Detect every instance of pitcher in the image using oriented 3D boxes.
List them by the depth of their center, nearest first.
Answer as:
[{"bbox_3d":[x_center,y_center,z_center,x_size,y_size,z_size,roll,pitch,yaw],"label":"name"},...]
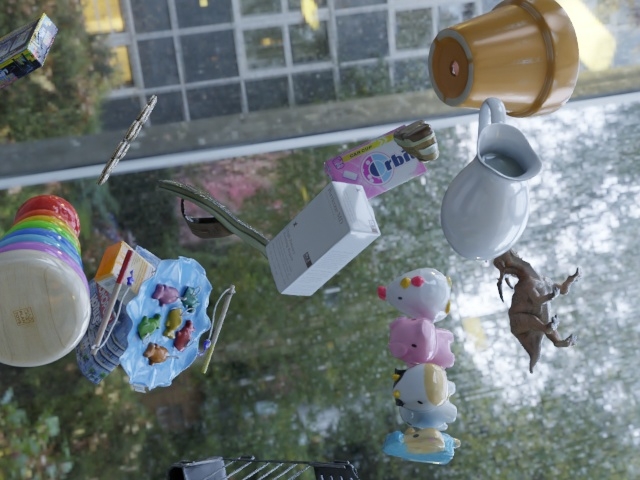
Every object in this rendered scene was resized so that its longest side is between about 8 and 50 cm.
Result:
[{"bbox_3d":[0.242,-0.085,1.298,0.207,0.126,0.177,98,-8,-51],"label":"pitcher"}]

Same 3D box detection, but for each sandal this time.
[{"bbox_3d":[-0.223,-0.032,1.903,0.086,0.303,0.120,-54,-173,3],"label":"sandal"}]

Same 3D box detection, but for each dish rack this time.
[{"bbox_3d":[-0.045,0.336,0.979,0.272,0.074,0.208,-11,-87,43],"label":"dish rack"}]

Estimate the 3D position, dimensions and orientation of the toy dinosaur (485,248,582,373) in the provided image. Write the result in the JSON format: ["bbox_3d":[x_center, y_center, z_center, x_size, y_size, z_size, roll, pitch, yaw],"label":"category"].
[{"bbox_3d":[0.459,0.147,1.996,0.200,0.127,0.295,-3,-100,44],"label":"toy dinosaur"}]

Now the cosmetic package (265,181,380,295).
[{"bbox_3d":[0.000,0.000,1.712,0.231,0.086,0.117,-45,-127,38],"label":"cosmetic package"}]

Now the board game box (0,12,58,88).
[{"bbox_3d":[-0.614,-0.364,1.780,0.048,0.170,0.141,53,25,-35],"label":"board game box"}]

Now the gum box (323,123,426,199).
[{"bbox_3d":[0.108,-0.149,1.841,0.107,0.188,0.062,64,-4,-3],"label":"gum box"}]

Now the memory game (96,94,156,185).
[{"bbox_3d":[-0.333,-0.173,1.550,0.186,0.012,0.186,-54,-169,15],"label":"memory game"}]

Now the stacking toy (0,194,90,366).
[{"bbox_3d":[-0.355,0.028,1.134,0.330,0.141,0.141,-119,-158,-68],"label":"stacking toy"}]

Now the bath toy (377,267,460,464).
[{"bbox_3d":[0.159,0.191,1.489,0.151,0.129,0.348,106,-11,-53],"label":"bath toy"}]

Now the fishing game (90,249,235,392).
[{"bbox_3d":[-0.198,0.114,1.195,0.264,0.041,0.189,36,72,-61],"label":"fishing game"}]

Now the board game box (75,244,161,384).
[{"bbox_3d":[-0.352,0.113,1.546,0.060,0.194,0.194,36,16,-36],"label":"board game box"}]

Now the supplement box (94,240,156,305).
[{"bbox_3d":[-0.263,0.056,1.257,0.098,0.036,0.062,46,37,-34],"label":"supplement box"}]

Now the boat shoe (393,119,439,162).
[{"bbox_3d":[0.179,-0.175,1.648,0.072,0.068,0.190,61,6,-11],"label":"boat shoe"}]

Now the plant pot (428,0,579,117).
[{"bbox_3d":[0.292,-0.299,1.501,0.205,0.188,0.205,39,-45,54],"label":"plant pot"}]
